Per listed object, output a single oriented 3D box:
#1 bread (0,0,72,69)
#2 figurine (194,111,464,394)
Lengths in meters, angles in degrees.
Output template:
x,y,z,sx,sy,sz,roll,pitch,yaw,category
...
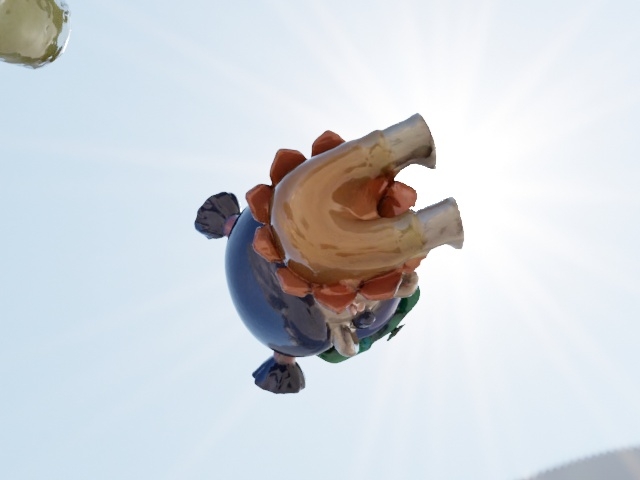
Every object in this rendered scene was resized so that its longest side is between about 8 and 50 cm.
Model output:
x,y,z,sx,sy,sz,roll,pitch,yaw,category
-0.230,-0.123,0.625,0.286,0.207,0.056,18,-86,-20,bread
0.000,0.000,0.875,0.102,0.111,0.195,-15,-15,-9,figurine
